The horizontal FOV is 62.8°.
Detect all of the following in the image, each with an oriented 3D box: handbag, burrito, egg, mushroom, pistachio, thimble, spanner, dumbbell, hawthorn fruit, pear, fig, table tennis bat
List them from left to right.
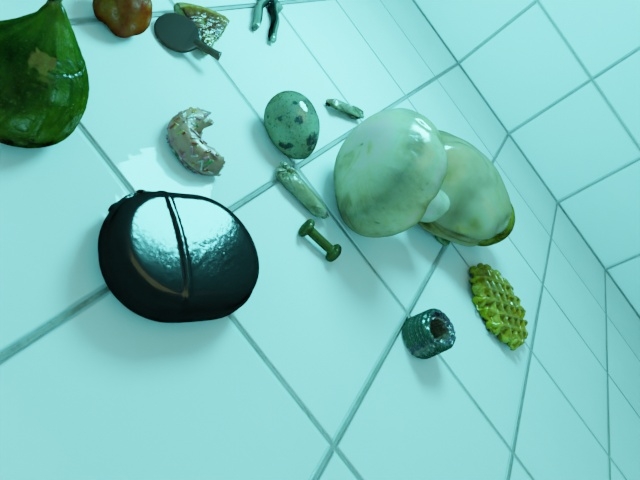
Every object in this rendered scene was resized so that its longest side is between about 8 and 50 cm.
[{"bbox_3d":[-0.448,-0.273,0.824,0.203,0.235,0.203,33,37,-29],"label":"fig"},{"bbox_3d":[-0.418,-0.509,1.140,0.125,0.140,0.125,61,3,-5],"label":"hawthorn fruit"},{"bbox_3d":[-0.244,0.022,0.945,0.307,0.093,0.254,3,62,-48],"label":"handbag"},{"bbox_3d":[-0.301,-0.506,1.233,0.169,0.119,0.108,26,64,-14],"label":"table tennis bat"},{"bbox_3d":[-0.167,-0.745,1.674,0.095,0.040,0.325,31,44,-31],"label":"spanner"},{"bbox_3d":[-0.071,-0.297,1.359,0.141,0.141,0.182,-18,86,-53],"label":"egg"},{"bbox_3d":[-0.044,-0.122,1.328,0.188,0.045,0.058,47,44,-16],"label":"burrito"},{"bbox_3d":[0.000,0.000,1.283,0.118,0.046,0.052,43,32,-18],"label":"dumbbell"},{"bbox_3d":[0.084,-0.429,1.712,0.051,0.042,0.171,41,20,34],"label":"burrito"},{"bbox_3d":[0.181,-0.162,1.421,0.325,0.353,0.353,-31,87,-11],"label":"mushroom"},{"bbox_3d":[0.287,0.245,1.385,0.135,0.090,0.119,-9,67,-49],"label":"thimble"},{"bbox_3d":[0.427,-0.175,1.709,0.445,0.281,0.365,42,60,-3],"label":"pistachio"},{"bbox_3d":[0.601,-0.072,1.904,0.197,0.197,0.198,29,44,-32],"label":"pear"}]

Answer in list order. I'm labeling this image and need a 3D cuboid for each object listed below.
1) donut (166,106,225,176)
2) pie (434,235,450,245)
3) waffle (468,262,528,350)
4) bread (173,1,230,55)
[{"bbox_3d":[-0.273,-0.216,1.123,0.117,0.065,0.166,-11,70,-52],"label":"donut"},{"bbox_3d":[0.415,-0.018,1.796,0.085,0.017,0.085,29,43,-31],"label":"pie"},{"bbox_3d":[0.615,0.217,1.808,0.329,0.062,0.330,29,45,-33],"label":"waffle"},{"bbox_3d":[-0.316,-0.555,1.342,0.135,0.054,0.154,34,48,-24],"label":"bread"}]
